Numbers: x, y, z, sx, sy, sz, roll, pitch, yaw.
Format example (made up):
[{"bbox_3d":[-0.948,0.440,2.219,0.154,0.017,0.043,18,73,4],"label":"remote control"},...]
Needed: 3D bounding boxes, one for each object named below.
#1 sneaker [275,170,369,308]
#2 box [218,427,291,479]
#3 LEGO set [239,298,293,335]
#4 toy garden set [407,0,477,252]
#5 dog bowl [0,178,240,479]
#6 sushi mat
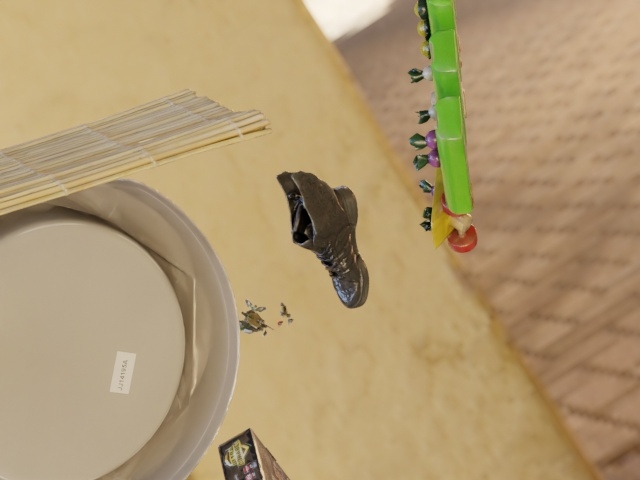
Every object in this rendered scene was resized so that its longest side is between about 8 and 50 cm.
[{"bbox_3d":[0.002,0.000,2.233,0.089,0.170,0.051,-15,12,-41],"label":"sneaker"},{"bbox_3d":[-0.042,0.344,2.293,0.051,0.175,0.220,-31,32,7],"label":"box"},{"bbox_3d":[-0.075,0.102,2.484,0.023,0.083,0.054,124,144,-44],"label":"LEGO set"},{"bbox_3d":[0.098,-0.126,1.702,0.049,0.204,0.244,-6,57,6],"label":"toy garden set"},{"bbox_3d":[-0.251,0.100,1.829,0.349,0.349,0.102,-38,24,-19],"label":"dog bowl"},{"bbox_3d":[-0.199,-0.049,1.368,0.316,0.019,0.151,-19,18,-24],"label":"sushi mat"}]
